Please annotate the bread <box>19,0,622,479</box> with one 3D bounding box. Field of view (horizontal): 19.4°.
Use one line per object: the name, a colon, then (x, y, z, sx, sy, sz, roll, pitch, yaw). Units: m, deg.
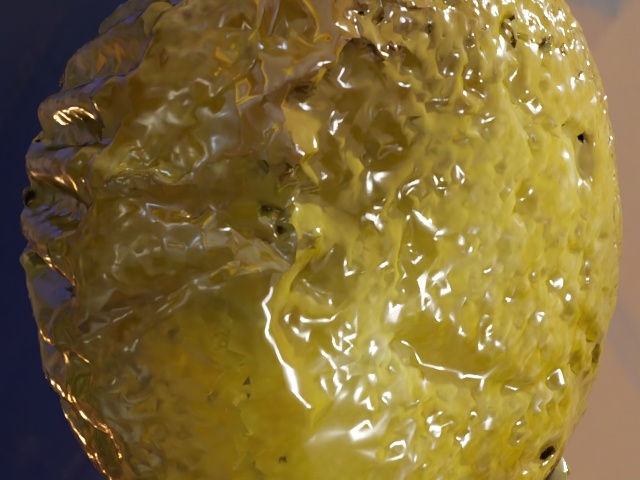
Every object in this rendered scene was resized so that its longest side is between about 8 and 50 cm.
bread: (0.002, -0.001, 0.615, 0.139, 0.240, 0.240, 18, -81, 43)
